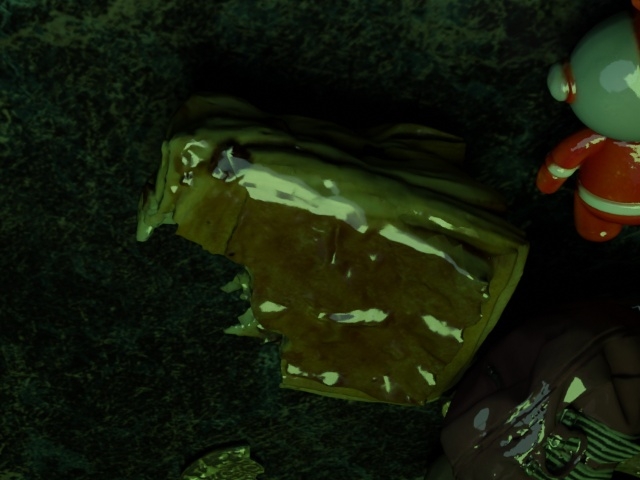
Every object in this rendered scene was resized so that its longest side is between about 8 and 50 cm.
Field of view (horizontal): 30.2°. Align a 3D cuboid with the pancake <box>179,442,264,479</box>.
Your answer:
[{"bbox_3d":[-0.107,0.344,1.673,0.184,0.020,0.190,12,136,-9],"label":"pancake"}]

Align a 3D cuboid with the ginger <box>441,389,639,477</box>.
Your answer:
[{"bbox_3d":[0.321,0.244,1.507,0.333,0.081,0.148,23,137,-19],"label":"ginger"}]

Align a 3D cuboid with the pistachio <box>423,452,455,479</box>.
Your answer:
[{"bbox_3d":[0.202,0.332,1.543,0.126,0.152,0.223,15,176,-17],"label":"pistachio"}]

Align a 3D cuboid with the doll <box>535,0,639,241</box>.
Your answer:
[{"bbox_3d":[0.301,-0.118,1.127,0.199,0.105,0.336,-5,143,9],"label":"doll"}]

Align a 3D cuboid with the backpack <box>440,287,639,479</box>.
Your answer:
[{"bbox_3d":[0.258,0.173,1.260,0.283,0.197,0.317,-46,163,17],"label":"backpack"}]

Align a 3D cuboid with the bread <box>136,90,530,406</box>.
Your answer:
[{"bbox_3d":[0.000,0.000,1.194,0.369,0.192,0.314,16,139,-8],"label":"bread"}]
